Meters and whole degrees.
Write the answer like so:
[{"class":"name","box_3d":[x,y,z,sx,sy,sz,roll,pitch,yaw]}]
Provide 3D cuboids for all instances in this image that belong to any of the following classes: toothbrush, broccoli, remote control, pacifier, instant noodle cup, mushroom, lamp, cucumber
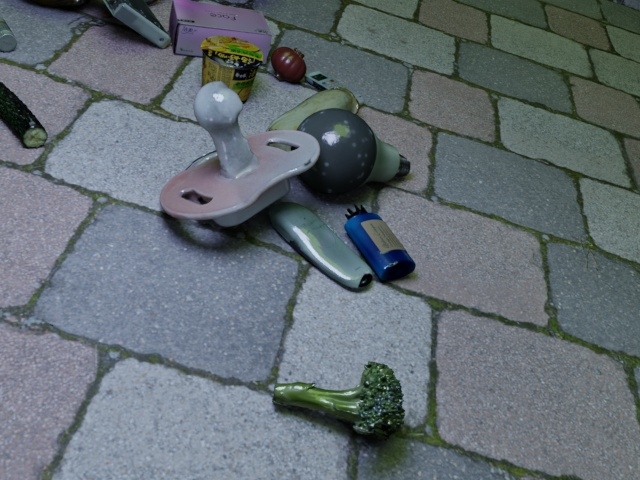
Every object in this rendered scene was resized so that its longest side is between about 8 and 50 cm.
[{"class":"toothbrush","box_3d":[-0.472,-0.654,1.962,0.023,0.031,0.321,33,41,18]},{"class":"broccoli","box_3d":[0.028,0.239,1.081,0.204,0.118,0.122,5,61,2]},{"class":"remote control","box_3d":[0.000,0.002,1.382,0.256,0.045,0.097,40,43,20]},{"class":"pacifier","box_3d":[-0.156,-0.149,1.346,0.332,0.273,0.220,-35,74,-29]},{"class":"instant noodle cup","box_3d":[-0.220,-0.399,1.698,0.151,0.122,0.151,13,39,-11]},{"class":"remote control","box_3d":[0.033,-0.392,1.868,0.166,0.029,0.065,36,43,26]},{"class":"mushroom","box_3d":[-0.014,-0.290,1.690,0.100,0.081,0.312,29,41,21]},{"class":"lamp","box_3d":[-0.081,-0.453,1.845,0.101,0.090,0.101,40,12,-10]},{"class":"cucumber","box_3d":[-0.605,-0.253,1.420,0.058,0.058,0.187,-25,57,-41]},{"class":"lamp","box_3d":[0.063,-0.192,1.564,0.182,0.182,0.313,39,23,23]}]

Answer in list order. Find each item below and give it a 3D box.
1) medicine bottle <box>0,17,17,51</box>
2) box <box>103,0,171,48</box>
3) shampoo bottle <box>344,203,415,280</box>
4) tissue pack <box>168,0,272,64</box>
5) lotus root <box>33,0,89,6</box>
[{"class":"medicine bottle","box_3d":[-0.724,-0.468,1.628,0.047,0.047,0.083,-14,50,-35]},{"class":"box","box_3d":[-0.496,-0.613,1.790,0.270,0.045,0.211,55,14,27]},{"class":"shampoo bottle","box_3d":[0.110,0.000,1.425,0.087,0.050,0.183,-11,48,-28]},{"class":"tissue pack","box_3d":[-0.266,-0.549,1.876,0.246,0.093,0.149,1,41,-21]},{"class":"lotus root","box_3d":[-0.686,-0.679,1.821,0.260,0.149,0.267,45,22,19]}]
